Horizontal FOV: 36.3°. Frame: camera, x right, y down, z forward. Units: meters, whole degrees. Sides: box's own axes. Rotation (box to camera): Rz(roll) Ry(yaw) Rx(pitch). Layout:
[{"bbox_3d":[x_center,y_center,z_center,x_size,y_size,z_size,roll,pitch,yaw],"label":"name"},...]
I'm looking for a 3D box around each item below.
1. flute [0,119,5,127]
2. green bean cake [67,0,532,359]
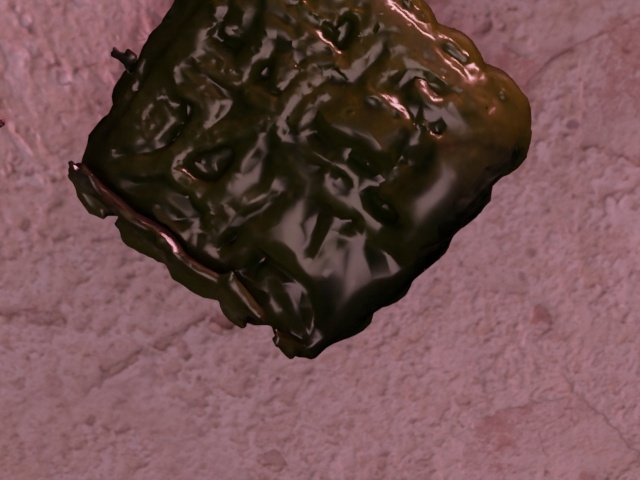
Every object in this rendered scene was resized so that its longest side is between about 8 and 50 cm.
[{"bbox_3d":[-0.353,-0.213,0.929,0.027,0.027,0.233,-13,115,2],"label":"flute"},{"bbox_3d":[-0.015,-0.101,0.874,0.335,0.218,0.319,36,104,-3],"label":"green bean cake"}]
